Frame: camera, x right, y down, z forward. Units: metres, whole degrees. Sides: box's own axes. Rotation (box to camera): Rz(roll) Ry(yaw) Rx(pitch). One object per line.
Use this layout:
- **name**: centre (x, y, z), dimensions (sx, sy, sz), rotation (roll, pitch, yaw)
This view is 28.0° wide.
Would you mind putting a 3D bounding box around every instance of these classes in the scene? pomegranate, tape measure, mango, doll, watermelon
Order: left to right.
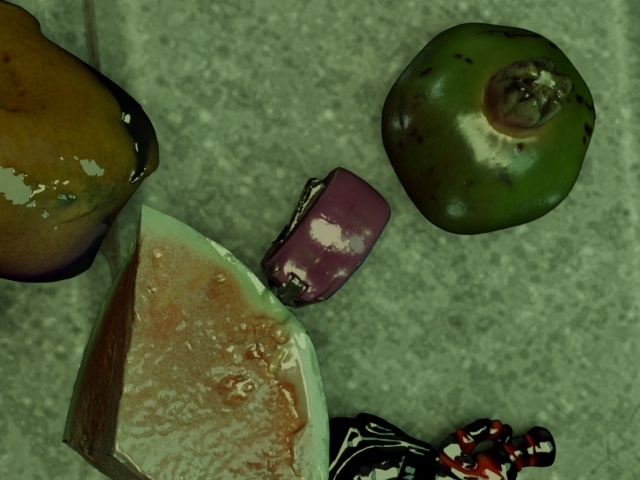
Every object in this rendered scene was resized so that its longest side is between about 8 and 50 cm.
- **mango**: centre (-0.279, -0.090, 1.031), dimensions (0.287, 0.153, 0.201), rotation (40, 46, -8)
- **watermelon**: centre (-0.109, 0.124, 1.053), dimensions (0.256, 0.176, 0.260), rotation (8, 75, 22)
- **tape measure**: centre (0.000, 0.000, 1.081), dimensions (0.074, 0.118, 0.125), rotation (35, 88, -7)
- **doll**: centre (0.081, 0.214, 1.122), dimensions (0.249, 0.088, 0.127), rotation (-5, 73, -11)
- **pomegranate**: centre (0.144, -0.095, 1.037), dimensions (0.180, 0.210, 0.179), rotation (2, 83, -14)
